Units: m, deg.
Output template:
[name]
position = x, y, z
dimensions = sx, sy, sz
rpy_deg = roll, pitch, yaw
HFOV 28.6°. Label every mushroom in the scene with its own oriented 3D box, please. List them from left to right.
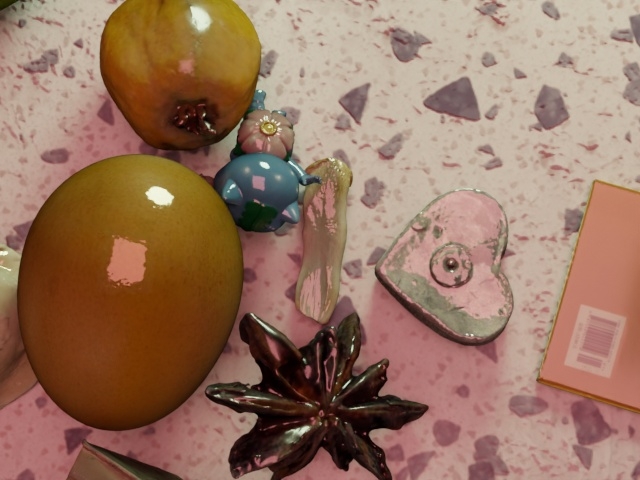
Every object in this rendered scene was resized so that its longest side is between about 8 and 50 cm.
[mushroom]
position = 0.003, 0.001, 1.534
dimensions = 0.059, 0.054, 0.202
rpy_deg = 4, 87, 7

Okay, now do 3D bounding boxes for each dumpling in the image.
[dumpling]
position = -0.407, 0.121, 1.490
dimensions = 0.179, 0.131, 0.252
rpy_deg = 20, 90, -28

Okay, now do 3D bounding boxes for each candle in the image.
[candle]
position = 0.149, 0.033, 1.514
dimensions = 0.169, 0.068, 0.192
rpy_deg = -4, 78, 2

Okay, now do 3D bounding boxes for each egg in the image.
[egg]
position = -0.217, 0.061, 1.423
dimensions = 0.250, 0.250, 0.322
rpy_deg = 15, 108, 3

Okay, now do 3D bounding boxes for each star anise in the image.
[star anise]
position = -0.010, 0.191, 1.455
dimensions = 0.283, 0.129, 0.212
rpy_deg = 3, 93, -32

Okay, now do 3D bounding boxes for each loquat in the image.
[loquat]
position = -0.166, -0.206, 1.493
dimensions = 0.187, 0.176, 0.234
rpy_deg = -45, 53, 26

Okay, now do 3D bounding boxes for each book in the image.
[book]
position = 0.474, 0.100, 1.518
dimensions = 0.374, 0.028, 0.262
rpy_deg = 17, 82, 4

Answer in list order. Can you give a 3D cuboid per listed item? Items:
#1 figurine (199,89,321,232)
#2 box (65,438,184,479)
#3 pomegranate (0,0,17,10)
[figurine]
position = -0.080, -0.084, 1.524
dimensions = 0.114, 0.144, 0.178
rpy_deg = 23, 58, -30
[box]
position = -0.141, 0.380, 1.344
dimensions = 0.297, 0.225, 0.190
rpy_deg = 26, 83, 31
[pomegranate]
position = -0.433, -0.396, 1.461
dimensions = 0.291, 0.323, 0.290
rpy_deg = 7, 76, -28
